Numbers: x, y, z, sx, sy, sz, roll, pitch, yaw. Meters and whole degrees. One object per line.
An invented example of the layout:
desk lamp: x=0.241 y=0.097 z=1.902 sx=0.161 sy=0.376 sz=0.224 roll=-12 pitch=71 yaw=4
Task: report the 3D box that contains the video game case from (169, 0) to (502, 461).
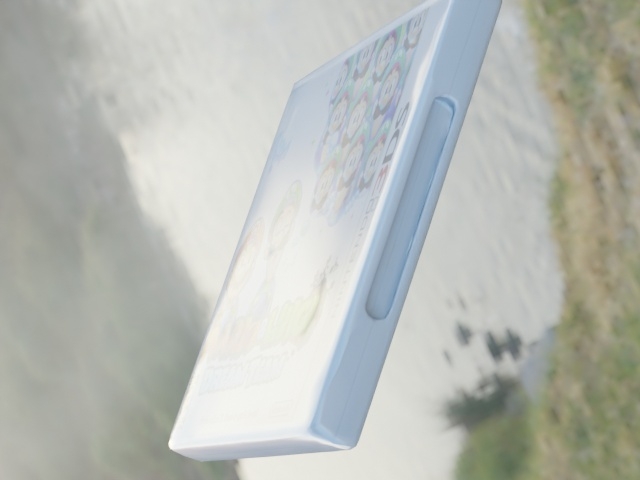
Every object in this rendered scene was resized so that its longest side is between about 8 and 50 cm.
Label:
video game case: x=0.000 y=0.000 z=0.626 sx=0.157 sy=0.019 sz=0.143 roll=-22 pitch=48 yaw=70
